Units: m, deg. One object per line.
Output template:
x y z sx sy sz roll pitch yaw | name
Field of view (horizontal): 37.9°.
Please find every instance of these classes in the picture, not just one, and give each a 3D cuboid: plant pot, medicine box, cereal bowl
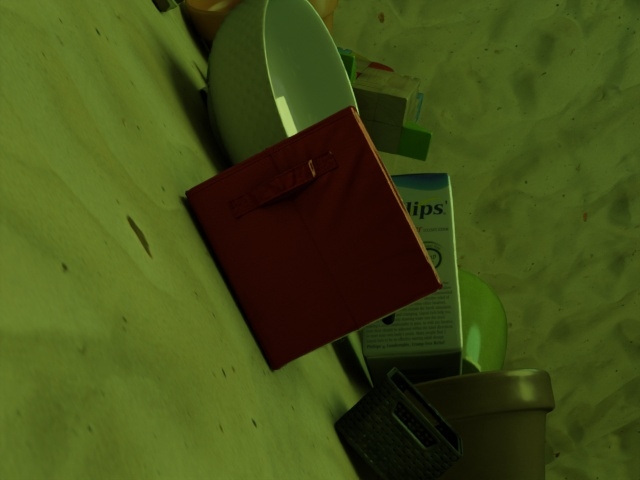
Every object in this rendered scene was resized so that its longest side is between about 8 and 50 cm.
0.222 0.321 1.342 0.263 0.263 0.229 47 33 -71 | plant pot
-0.097 -0.397 1.794 0.291 0.290 0.204 -110 -172 -59 | plant pot
0.145 0.078 1.486 0.263 0.149 0.289 71 16 -66 | medicine box
-0.059 -0.176 1.311 0.339 0.141 0.339 49 32 -47 | cereal bowl
0.229 0.219 1.732 0.275 0.274 0.293 61 10 -12 | plant pot

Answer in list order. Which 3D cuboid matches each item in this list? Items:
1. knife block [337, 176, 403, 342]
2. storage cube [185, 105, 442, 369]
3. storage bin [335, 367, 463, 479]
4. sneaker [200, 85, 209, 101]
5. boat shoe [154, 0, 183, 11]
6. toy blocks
0.062 0.022 1.206 0.242 0.276 0.088 11 43 -45 | knife block
0.000 0.000 0.952 0.193 0.183 0.215 63 4 2 | storage cube
0.096 0.226 1.098 0.122 0.084 0.180 47 3 9 | storage bin
-0.129 -0.217 1.439 0.072 0.077 0.178 60 6 -1 | sneaker
-0.229 -0.436 1.513 0.095 0.095 0.257 59 6 -30 | boat shoe
0.024 -0.260 1.612 0.261 0.381 0.191 -57 159 -64 | toy blocks
